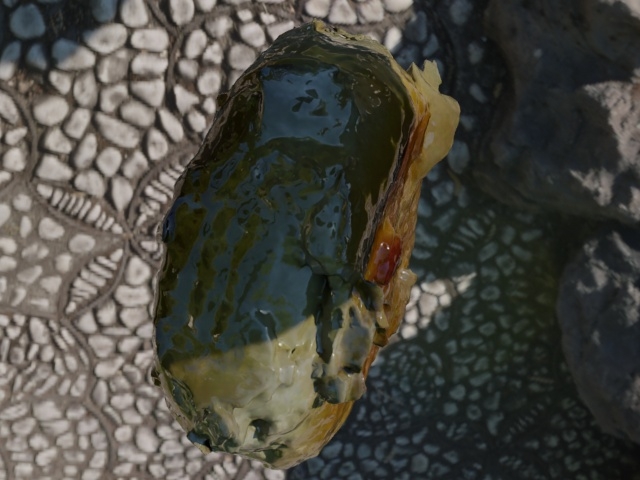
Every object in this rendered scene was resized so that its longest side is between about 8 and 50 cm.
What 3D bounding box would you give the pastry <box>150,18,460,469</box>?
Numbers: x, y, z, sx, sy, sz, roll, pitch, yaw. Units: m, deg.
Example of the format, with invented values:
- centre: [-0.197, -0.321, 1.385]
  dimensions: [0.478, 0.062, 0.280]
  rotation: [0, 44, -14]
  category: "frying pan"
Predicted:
- centre: [-0.001, 0.005, 0.508]
  dimensions: [0.120, 0.236, 0.257]
  rotation: [14, 94, 13]
  category: "pastry"
